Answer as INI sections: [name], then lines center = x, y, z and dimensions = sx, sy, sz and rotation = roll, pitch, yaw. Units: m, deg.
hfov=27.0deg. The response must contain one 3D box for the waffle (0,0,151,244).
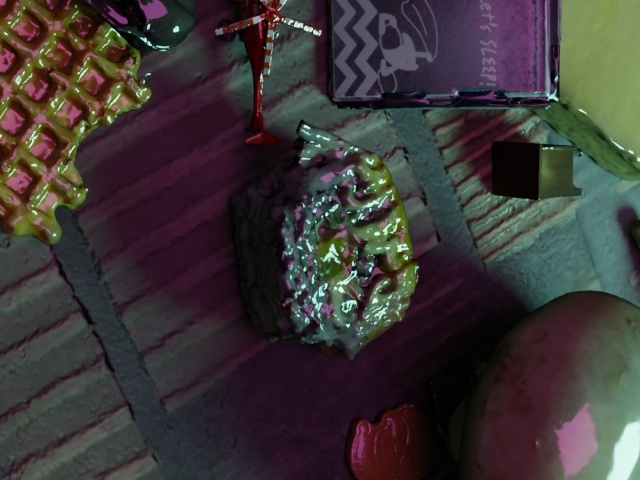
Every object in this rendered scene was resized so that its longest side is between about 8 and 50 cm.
[waffle]
center = -0.312, -0.156, 1.363
dimensions = 0.281, 0.058, 0.301
rotation = 13, 88, -27

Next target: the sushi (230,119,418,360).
[sushi]
center = 0.000, 0.000, 1.497
dimensions = 0.184, 0.139, 0.274
rotation = -14, 96, -30

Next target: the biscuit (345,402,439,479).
[biscuit]
center = 0.090, 0.252, 1.627
dimensions = 0.130, 0.019, 0.102
rotation = -7, 97, -29

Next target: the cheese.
[cheese]
center = 0.386, -0.296, 1.713
dimensions = 0.383, 0.104, 0.384
rotation = -1, 93, -29

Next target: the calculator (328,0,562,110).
[calculator]
center = 0.146, -0.235, 1.559
dimensions = 0.274, 0.028, 0.166
rotation = 0, 96, 0

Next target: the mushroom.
[mushroom]
center = 0.274, 0.230, 1.613
dimensions = 0.362, 0.294, 0.362
rotation = -28, 125, -49

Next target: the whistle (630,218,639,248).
[whistle]
center = 0.488, 0.065, 1.798
dimensions = 0.057, 0.107, 0.220
rotation = -33, 93, -19

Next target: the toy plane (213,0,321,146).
[toy plane]
center = -0.061, -0.210, 1.492
dimensions = 0.126, 0.077, 0.194
rotation = -25, 112, -22

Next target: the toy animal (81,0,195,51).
[toy animal]
center = -0.181, -0.295, 1.386
dimensions = 0.146, 0.114, 0.245
rotation = 34, 57, -32

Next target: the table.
[table]
center = 0.275, -0.090, 1.677
dimensions = 0.082, 0.083, 0.070
rotation = -5, 98, -35
